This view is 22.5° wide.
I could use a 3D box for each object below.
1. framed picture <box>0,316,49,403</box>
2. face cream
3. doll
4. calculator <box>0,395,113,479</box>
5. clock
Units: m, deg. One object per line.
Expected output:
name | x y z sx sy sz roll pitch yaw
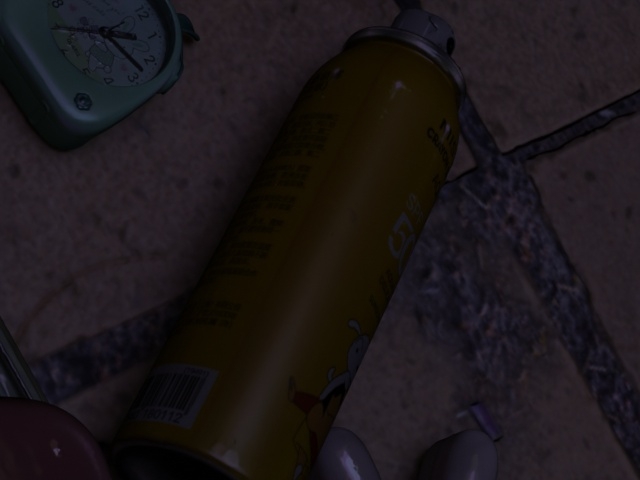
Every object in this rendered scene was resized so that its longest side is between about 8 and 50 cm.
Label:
framed picture | -0.246 0.099 0.806 0.232 0.019 0.296 -29 88 -35
face cream | 0.000 0.000 0.935 0.105 0.105 0.348 35 58 -15
doll | 0.039 0.188 0.916 0.161 0.059 0.160 3 70 -30
calculator | -0.217 0.184 0.754 0.330 0.048 0.220 -10 77 -36
clock | -0.126 -0.120 0.944 0.135 0.041 0.101 -32 90 -36
